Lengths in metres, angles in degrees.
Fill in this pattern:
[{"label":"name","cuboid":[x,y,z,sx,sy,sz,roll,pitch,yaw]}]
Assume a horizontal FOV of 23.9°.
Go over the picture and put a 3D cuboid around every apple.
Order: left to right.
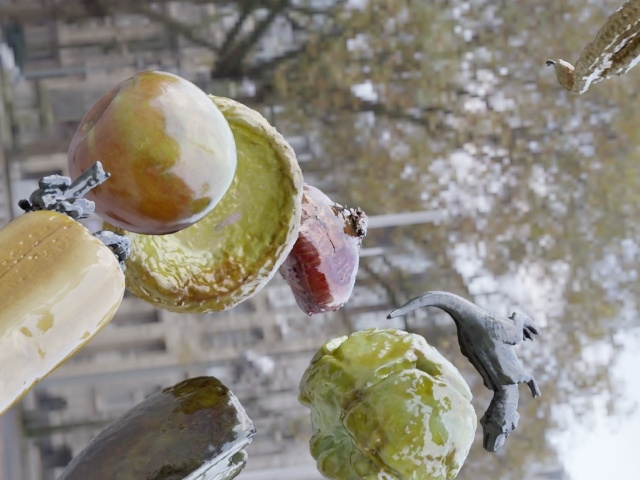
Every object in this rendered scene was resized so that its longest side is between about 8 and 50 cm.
[{"label":"apple","cuboid":[-0.191,-0.097,1.755,0.196,0.196,0.196,174,-90,-80]}]

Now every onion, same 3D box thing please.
[{"label":"onion","cuboid":[0.000,0.000,2.390,0.230,0.163,0.230,62,-4,7]}]

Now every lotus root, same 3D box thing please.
[{"label":"lotus root","cuboid":[-0.220,0.274,1.681,0.142,0.314,0.210,48,-11,16]}]

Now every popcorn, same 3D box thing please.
[{"label":"popcorn","cuboid":[0.081,0.203,1.790,0.221,0.204,0.183,-121,-144,-46]}]

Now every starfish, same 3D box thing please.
[{"label":"starfish","cuboid":[0.454,-0.264,1.591,0.432,0.324,0.082,111,-23,-63]}]

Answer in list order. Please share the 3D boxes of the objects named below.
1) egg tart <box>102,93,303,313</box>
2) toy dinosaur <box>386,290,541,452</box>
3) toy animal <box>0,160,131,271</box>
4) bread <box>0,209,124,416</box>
[{"label":"egg tart","cuboid":[-0.162,-0.048,1.988,0.123,0.294,0.294,-155,-121,-65]},{"label":"toy dinosaur","cuboid":[0.174,0.137,1.650,0.179,0.087,0.187,-5,73,-58]},{"label":"toy animal","cuboid":[-0.259,0.015,1.406,0.084,0.148,0.232,51,-46,21]},{"label":"bread","cuboid":[-0.288,0.095,1.204,0.142,0.305,0.091,30,-38,27]}]
